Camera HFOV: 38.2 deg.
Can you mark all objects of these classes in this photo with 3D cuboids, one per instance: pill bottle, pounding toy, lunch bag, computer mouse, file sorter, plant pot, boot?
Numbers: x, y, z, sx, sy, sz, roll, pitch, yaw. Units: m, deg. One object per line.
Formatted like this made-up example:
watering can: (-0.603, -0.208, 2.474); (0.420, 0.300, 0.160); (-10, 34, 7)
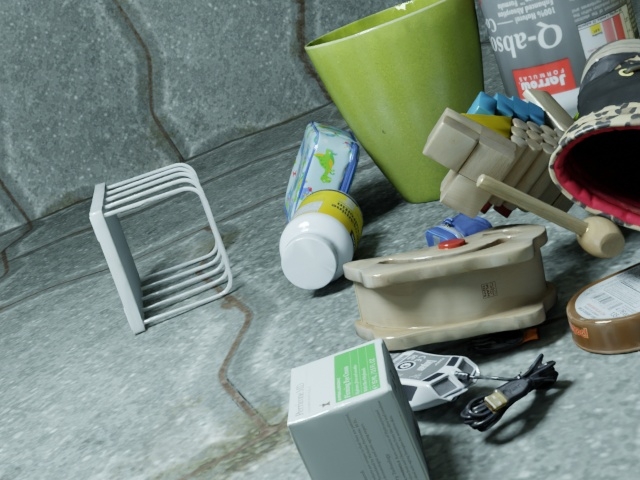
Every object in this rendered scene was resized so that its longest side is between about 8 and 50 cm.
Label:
pill bottle: (0.362, -0.308, 1.380); (0.210, 0.363, 0.210); (-19, 15, 5)
pounding toy: (0.154, 0.006, 0.932); (0.269, 0.155, 0.154); (-11, 9, 6)
lunch bag: (0.159, 0.018, 1.041); (0.065, 0.098, 0.067); (-28, 22, -15)
lunch bag: (-0.001, -0.097, 1.513); (0.090, 0.176, 0.219); (17, 11, -8)
computer mouse: (0.108, 0.132, 0.833); (0.193, 0.042, 0.106); (-1, 21, 46)
pill bottle: (0.000, 0.000, 1.296); (0.103, 0.103, 0.184); (-16, 17, 16)
file sorter: (-0.252, -0.005, 1.482); (0.173, 0.193, 0.278); (-19, 15, -7)
plant pot: (0.154, -0.220, 1.479); (0.274, 0.293, 0.275); (-20, 15, 6)
boot: (0.428, -0.105, 0.933); (0.377, 0.138, 0.284); (14, 32, 22)

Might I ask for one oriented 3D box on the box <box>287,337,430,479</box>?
box: (0.031, 0.152, 0.751); (0.087, 0.102, 0.101); (-21, 17, 6)

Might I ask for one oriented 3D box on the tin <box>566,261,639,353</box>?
tin: (0.320, 0.049, 0.855); (0.189, 0.040, 0.106); (-22, 20, -5)

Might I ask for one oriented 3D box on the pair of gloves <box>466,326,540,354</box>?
pair of gloves: (0.183, 0.091, 0.931); (0.074, 0.010, 0.083); (-15, 18, 12)

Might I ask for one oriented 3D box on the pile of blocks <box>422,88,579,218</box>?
pile of blocks: (0.237, -0.088, 1.062); (0.362, 0.113, 0.149); (3, 43, -35)
